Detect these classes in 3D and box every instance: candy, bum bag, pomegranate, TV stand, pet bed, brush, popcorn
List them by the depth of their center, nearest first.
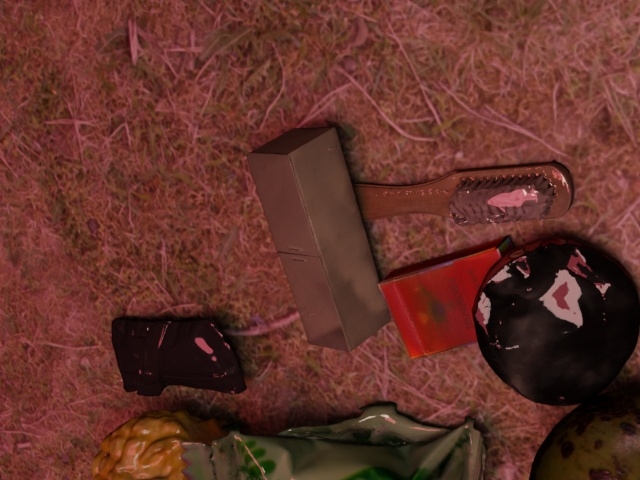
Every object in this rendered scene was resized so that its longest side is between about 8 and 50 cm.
[{"bbox_3d":[0.368,0.312,1.230,0.306,0.242,0.242,50,130,39],"label":"pomegranate"},{"bbox_3d":[0.271,0.091,1.298,0.201,0.053,0.201,1,105,2],"label":"pet bed"},{"bbox_3d":[0.139,-0.046,1.357,0.327,0.065,0.070,-2,108,32],"label":"brush"},{"bbox_3d":[0.000,0.000,1.408,0.082,0.088,0.270,4,118,46],"label":"TV stand"},{"bbox_3d":[0.016,0.355,1.480,0.397,0.172,0.263,-3,110,5],"label":"candy"},{"bbox_3d":[-0.211,0.337,1.626,0.235,0.217,0.181,-17,67,8],"label":"popcorn"},{"bbox_3d":[-0.212,0.166,1.642,0.248,0.060,0.123,-4,105,33],"label":"bum bag"}]

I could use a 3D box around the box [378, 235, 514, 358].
[{"bbox_3d":[0.170,0.073,1.388,0.175,0.048,0.112,-18,101,32],"label":"box"}]
